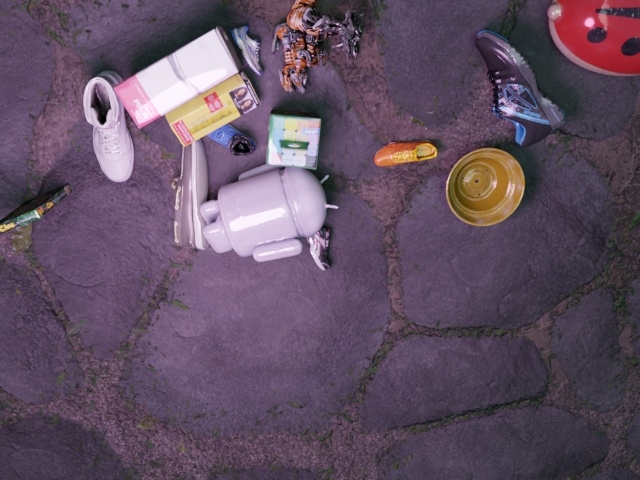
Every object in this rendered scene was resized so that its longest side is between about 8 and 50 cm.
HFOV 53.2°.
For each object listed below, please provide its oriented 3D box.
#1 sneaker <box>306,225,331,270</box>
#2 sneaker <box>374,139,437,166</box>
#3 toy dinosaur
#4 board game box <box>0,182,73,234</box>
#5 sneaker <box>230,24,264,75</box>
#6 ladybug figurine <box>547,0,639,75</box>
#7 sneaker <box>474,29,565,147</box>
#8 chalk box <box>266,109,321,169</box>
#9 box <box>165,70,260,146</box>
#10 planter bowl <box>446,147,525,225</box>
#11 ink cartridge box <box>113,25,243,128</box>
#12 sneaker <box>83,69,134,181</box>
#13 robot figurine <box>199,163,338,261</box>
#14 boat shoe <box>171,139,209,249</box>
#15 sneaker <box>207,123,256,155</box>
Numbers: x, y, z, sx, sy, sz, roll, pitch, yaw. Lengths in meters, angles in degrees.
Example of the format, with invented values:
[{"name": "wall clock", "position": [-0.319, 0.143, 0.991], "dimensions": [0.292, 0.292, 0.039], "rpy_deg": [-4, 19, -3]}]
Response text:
[{"name": "sneaker", "position": [0.000, 0.000, 1.805], "dimensions": [0.077, 0.072, 0.178], "rpy_deg": [-23, 109, 3]}, {"name": "sneaker", "position": [0.232, -0.239, 1.743], "dimensions": [0.175, 0.067, 0.064], "rpy_deg": [-14, 110, 3]}, {"name": "toy dinosaur", "position": [-0.013, -0.530, 1.600], "dimensions": [0.218, 0.164, 0.322], "rpy_deg": [15, 129, 9]}, {"name": "board game box", "position": [-0.738, -0.080, 1.638], "dimensions": [0.136, 0.260, 0.030], "rpy_deg": [-25, 109, 4]}, {"name": "sneaker", "position": [-0.176, -0.492, 1.647], "dimensions": [0.058, 0.052, 0.135], "rpy_deg": [-30, 107, 2]}, {"name": "ladybug figurine", "position": [0.805, -0.570, 1.618], "dimensions": [0.449, 0.162, 0.305], "rpy_deg": [-2, 108, -2]}, {"name": "sneaker", "position": [0.500, -0.397, 1.678], "dimensions": [0.139, 0.125, 0.341], "rpy_deg": [-38, 104, 14]}, {"name": "chalk box", "position": [-0.070, -0.260, 1.639], "dimensions": [0.132, 0.213, 0.132], "rpy_deg": [5, 104, -6]}, {"name": "box", "position": [-0.278, -0.340, 1.655], "dimensions": [0.232, 0.058, 0.087], "rpy_deg": [-28, 138, -3]}, {"name": "planter bowl", "position": [0.444, -0.156, 1.768], "dimensions": [0.217, 0.090, 0.217], "rpy_deg": [-1, 108, -4]}, {"name": "ink cartridge box", "position": [-0.342, -0.408, 1.581], "dimensions": [0.283, 0.207, 0.117], "rpy_deg": [-27, 108, 6]}, {"name": "sneaker", "position": [-0.549, -0.278, 1.634], "dimensions": [0.108, 0.169, 0.293], "rpy_deg": [-3, 109, -4]}, {"name": "robot figurine", "position": [-0.134, -0.078, 1.684], "dimensions": [0.353, 0.300, 0.200], "rpy_deg": [-17, 152, 2]}, {"name": "boat shoe", "position": [-0.355, -0.126, 1.724], "dimensions": [0.091, 0.109, 0.305], "rpy_deg": [2, 102, 11]}, {"name": "sneaker", "position": [-0.242, -0.271, 1.696], "dimensions": [0.152, 0.084, 0.058], "rpy_deg": [27, 104, -11]}]
